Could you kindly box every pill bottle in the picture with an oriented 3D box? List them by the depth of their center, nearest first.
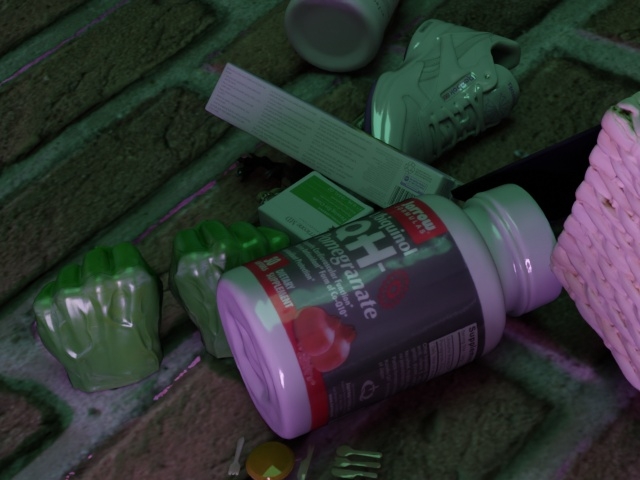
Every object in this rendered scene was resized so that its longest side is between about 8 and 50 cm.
[{"bbox_3d":[0.072,0.058,1.427,0.318,0.176,0.176,-22,43,-15],"label":"pill bottle"},{"bbox_3d":[0.047,-0.338,1.913,0.131,0.131,0.229,7,44,18],"label":"pill bottle"}]

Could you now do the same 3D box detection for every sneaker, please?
[{"bbox_3d":[0.147,-0.166,1.712,0.152,0.114,0.305,10,46,21],"label":"sneaker"}]

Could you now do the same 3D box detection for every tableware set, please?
[{"bbox_3d":[-0.019,0.239,1.363,0.154,0.024,0.104,4,46,13],"label":"tableware set"}]

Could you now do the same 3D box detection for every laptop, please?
[{"bbox_3d":[0.302,-0.119,1.535,0.234,0.136,0.264,-23,25,44],"label":"laptop"}]

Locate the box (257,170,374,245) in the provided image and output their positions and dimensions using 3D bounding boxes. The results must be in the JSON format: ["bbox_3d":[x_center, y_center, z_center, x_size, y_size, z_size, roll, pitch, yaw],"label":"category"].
[{"bbox_3d":[0.000,0.000,1.565,0.087,0.102,0.101,-35,48,-24],"label":"box"}]

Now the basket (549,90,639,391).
[{"bbox_3d":[0.405,0.013,1.246,0.266,0.328,0.331,-25,66,-13],"label":"basket"}]

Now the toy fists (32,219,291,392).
[{"bbox_3d":[-0.158,0.056,1.502,0.279,0.142,0.096,-13,41,-5],"label":"toy fists"}]

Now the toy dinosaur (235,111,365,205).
[{"bbox_3d":[-0.026,-0.104,1.725,0.118,0.064,0.268,17,43,23],"label":"toy dinosaur"}]

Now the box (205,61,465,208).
[{"bbox_3d":[0.013,-0.105,1.611,0.324,0.063,0.067,29,96,30],"label":"box"}]
